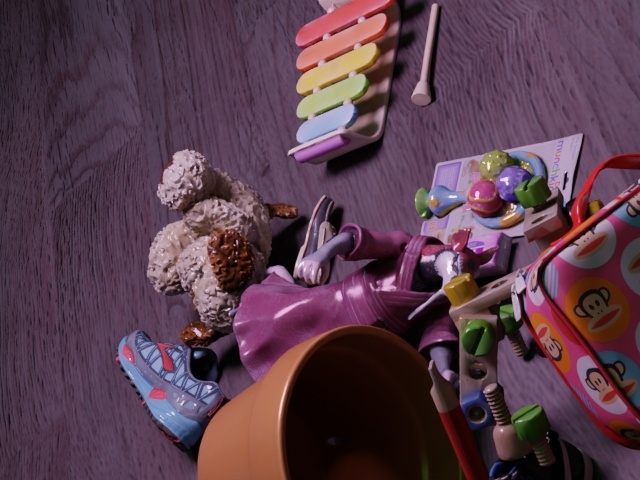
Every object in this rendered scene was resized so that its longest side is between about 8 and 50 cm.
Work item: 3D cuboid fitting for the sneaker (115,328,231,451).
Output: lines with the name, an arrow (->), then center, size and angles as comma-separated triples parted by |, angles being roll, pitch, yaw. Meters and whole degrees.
sneaker -> -0.202, 0.199, 2.356 | 0.125, 0.104, 0.262 | -38, 39, -4

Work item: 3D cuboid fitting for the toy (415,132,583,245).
toy -> 0.213, -0.068, 2.078 | 0.237, 0.056, 0.137 | -13, 54, 45

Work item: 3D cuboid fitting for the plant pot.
plant pot -> -0.002, 0.259, 1.870 | 0.203, 0.291, 0.291 | -21, 47, 44

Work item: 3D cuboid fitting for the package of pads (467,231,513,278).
package of pads -> 0.200, 0.021, 2.041 | 0.083, 0.032, 0.050 | -13, 52, 45

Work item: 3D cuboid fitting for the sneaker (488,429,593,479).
sneaker -> 0.215, 0.300, 1.713 | 0.079, 0.121, 0.217 | -19, 49, 43

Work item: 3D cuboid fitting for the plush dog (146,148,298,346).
plush dog -> -0.133, 0.030, 2.297 | 0.262, 0.210, 0.225 | 105, 166, -48

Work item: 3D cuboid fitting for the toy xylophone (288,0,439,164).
toy xylophone -> 0.061, -0.257, 2.399 | 0.236, 0.081, 0.322 | -28, 44, 35

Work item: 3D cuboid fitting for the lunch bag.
lunch bag -> 0.343, 0.034, 1.596 | 0.293, 0.258, 0.120 | -33, -11, -17

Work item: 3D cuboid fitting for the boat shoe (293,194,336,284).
boat shoe -> 0.000, 0.000, 2.297 | 0.043, 0.049, 0.137 | 13, 63, 9

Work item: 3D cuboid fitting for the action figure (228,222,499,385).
action figure -> 0.076, 0.093, 2.053 | 0.370, 0.248, 0.276 | -32, 6, 23

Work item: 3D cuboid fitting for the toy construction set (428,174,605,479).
toy construction set -> 0.203, 0.076, 1.717 | 0.257, 0.237, 0.309 | -11, 20, 39
